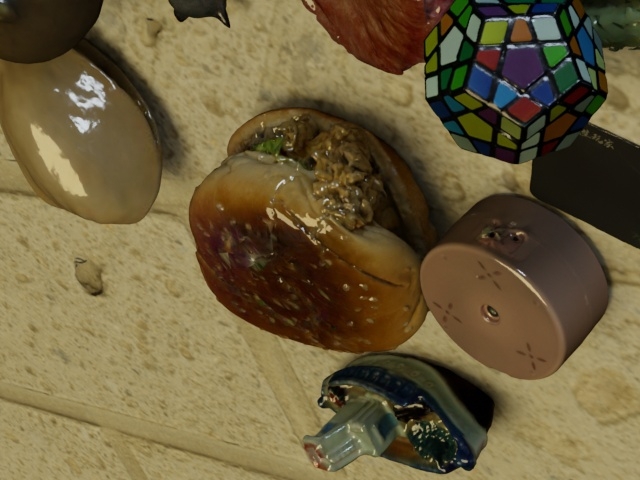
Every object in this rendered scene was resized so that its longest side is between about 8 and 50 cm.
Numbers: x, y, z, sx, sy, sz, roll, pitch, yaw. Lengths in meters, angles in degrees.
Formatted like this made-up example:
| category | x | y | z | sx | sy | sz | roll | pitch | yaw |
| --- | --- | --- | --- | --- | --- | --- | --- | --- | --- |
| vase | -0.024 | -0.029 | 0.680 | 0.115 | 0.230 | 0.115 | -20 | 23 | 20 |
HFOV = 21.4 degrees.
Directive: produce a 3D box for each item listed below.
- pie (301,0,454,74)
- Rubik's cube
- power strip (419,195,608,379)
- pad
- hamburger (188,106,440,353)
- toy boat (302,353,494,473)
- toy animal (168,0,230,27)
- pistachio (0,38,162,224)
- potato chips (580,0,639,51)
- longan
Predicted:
| category | x | y | z | sx | sy | sz | roll | pitch | yaw |
| --- | --- | --- | --- | --- | --- | --- | --- | --- | --- |
| pie | 0.027 | -0.220 | 1.278 | 0.204 | 0.054 | 0.218 | 50 | 160 | 7 |
| Rubik's cube | 0.136 | -0.118 | 1.178 | 0.112 | 0.133 | 0.133 | -18 | 117 | 27 |
| power strip | 0.165 | 0.038 | 1.444 | 0.154 | 0.078 | 0.154 | 31 | 145 | 25 |
| pad | 0.236 | -0.041 | 1.342 | 0.157 | 0.003 | 0.112 | 28 | 145 | 24 |
| hamburger | 0.000 | 0.000 | 1.537 | 0.243 | 0.146 | 0.286 | 41 | 148 | -9 |
| toy boat | 0.070 | 0.188 | 1.694 | 0.262 | 0.115 | 0.114 | 0 | 128 | 48 |
| toy animal | -0.135 | -0.251 | 1.410 | 0.121 | 0.117 | 0.210 | 7 | 131 | 36 |
| pistachio | -0.244 | -0.112 | 1.696 | 0.152 | 0.126 | 0.223 | -35 | 96 | 24 |
| potato chips | 0.201 | -0.262 | 1.048 | 0.429 | 0.070 | 0.358 | 7 | 140 | 48 |
| longan | -0.284 | -0.251 | 1.529 | 0.189 | 0.189 | 0.189 | 29 | 146 | 22 |
